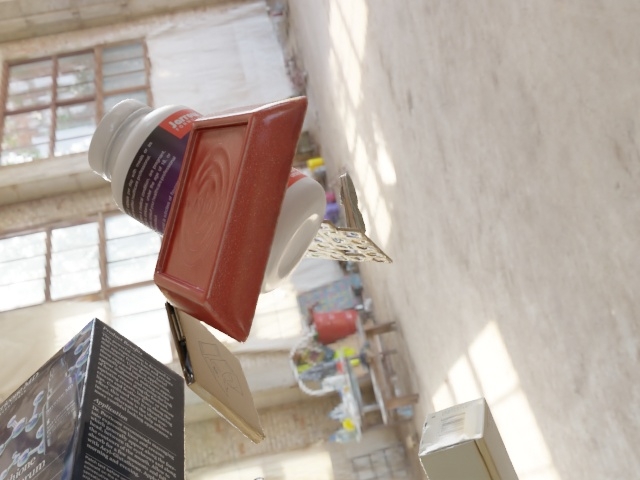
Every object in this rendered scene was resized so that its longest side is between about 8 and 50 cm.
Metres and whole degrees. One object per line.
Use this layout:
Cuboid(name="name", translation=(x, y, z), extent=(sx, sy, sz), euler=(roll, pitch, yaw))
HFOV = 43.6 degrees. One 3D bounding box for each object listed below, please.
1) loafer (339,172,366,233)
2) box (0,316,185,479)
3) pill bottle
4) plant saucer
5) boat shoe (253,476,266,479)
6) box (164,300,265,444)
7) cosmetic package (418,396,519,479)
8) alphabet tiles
Cuboid(name="loafer", translation=(0.054, -0.068, 1.565), extent=(0.045, 0.039, 0.125), euler=(1, -108, -68))
Cuboid(name="box", translation=(-0.385, 0.369, 1.258), extent=(0.212, 0.293, 0.395), euler=(42, -166, -26))
Cuboid(name="pill bottle", translation=(-0.165, -0.073, 1.138), extent=(0.323, 0.181, 0.181), euler=(31, 160, 13))
Cuboid(name="plant saucer", translation=(-0.118, -0.036, 0.901), extent=(0.258, 0.047, 0.259), euler=(11, 87, 63))
Cuboid(name="boat shoe", translation=(-0.048, 0.311, 0.957), extent=(0.100, 0.035, 0.035), euler=(20, 118, 59))
Cuboid(name="box", translation=(-0.154, 0.193, 1.176), extent=(0.201, 0.021, 0.164), euler=(56, -175, -46))
Cuboid(name="cosmetic package", translation=(0.273, 0.435, 1.306), extent=(0.309, 0.113, 0.160), euler=(65, -163, -8))
Cuboid(name="alphabet tiles", translation=(0.000, 0.000, 1.395), extent=(0.237, 0.198, 0.009), euler=(40, -123, -63))
